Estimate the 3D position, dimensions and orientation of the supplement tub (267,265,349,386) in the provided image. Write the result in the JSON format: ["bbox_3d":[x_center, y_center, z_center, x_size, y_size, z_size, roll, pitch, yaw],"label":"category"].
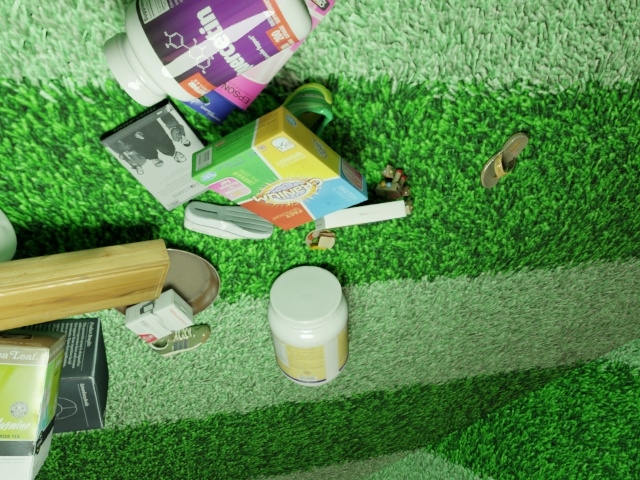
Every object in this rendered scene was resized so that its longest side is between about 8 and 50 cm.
[{"bbox_3d":[-0.033,0.261,1.559,0.241,0.241,0.331,-10,136,-7],"label":"supplement tub"}]

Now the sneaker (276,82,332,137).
[{"bbox_3d":[-0.086,-0.220,1.145,0.109,0.123,0.295,25,123,-36],"label":"sneaker"}]

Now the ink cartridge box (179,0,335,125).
[{"bbox_3d":[-0.159,-0.385,1.005,0.176,0.069,0.371,28,123,-36],"label":"ink cartridge box"}]

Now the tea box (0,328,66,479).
[{"bbox_3d":[-0.804,0.372,1.193,0.329,0.220,0.323,9,88,-16],"label":"tea box"}]

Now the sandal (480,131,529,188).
[{"bbox_3d":[0.497,-0.209,1.385,0.072,0.049,0.180,13,129,-28],"label":"sandal"}]

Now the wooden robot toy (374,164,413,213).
[{"bbox_3d":[0.185,-0.139,1.369,0.079,0.076,0.173,0,148,36],"label":"wooden robot toy"}]

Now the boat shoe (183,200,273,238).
[{"bbox_3d":[-0.237,-0.043,1.322,0.226,0.083,0.075,17,140,-16],"label":"boat shoe"}]

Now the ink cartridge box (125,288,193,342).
[{"bbox_3d":[-0.450,0.213,1.445,0.151,0.063,0.109,-24,136,7],"label":"ink cartridge box"}]

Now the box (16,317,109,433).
[{"bbox_3d":[-0.835,0.398,1.476,0.396,0.212,0.293,0,133,-16],"label":"box"}]

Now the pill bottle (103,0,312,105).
[{"bbox_3d":[-0.188,-0.354,0.855,0.323,0.181,0.181,-26,136,12],"label":"pill bottle"}]

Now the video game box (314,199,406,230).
[{"bbox_3d":[0.095,-0.062,1.335,0.205,0.187,0.048,-9,92,-9],"label":"video game box"}]

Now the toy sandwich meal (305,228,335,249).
[{"bbox_3d":[0.000,0.000,1.459,0.086,0.029,0.085,-9,136,-9],"label":"toy sandwich meal"}]

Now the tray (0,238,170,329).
[{"bbox_3d":[-0.571,0.107,1.180,0.411,0.076,0.203,-11,154,-31],"label":"tray"}]

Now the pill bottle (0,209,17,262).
[{"bbox_3d":[-0.875,0.054,1.123,0.361,0.204,0.204,-30,135,13],"label":"pill bottle"}]

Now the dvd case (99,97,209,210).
[{"bbox_3d":[-0.345,-0.186,1.169,0.179,0.029,0.238,-26,136,9],"label":"dvd case"}]

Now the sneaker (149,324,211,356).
[{"bbox_3d":[-0.444,0.305,1.605,0.192,0.064,0.086,-24,141,12],"label":"sneaker"}]

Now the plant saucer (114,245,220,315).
[{"bbox_3d":[-0.438,0.118,1.433,0.311,0.050,0.310,-9,135,-9],"label":"plant saucer"}]

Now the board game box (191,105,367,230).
[{"bbox_3d":[-0.079,-0.138,1.117,0.242,0.064,0.317,-20,150,29],"label":"board game box"}]
